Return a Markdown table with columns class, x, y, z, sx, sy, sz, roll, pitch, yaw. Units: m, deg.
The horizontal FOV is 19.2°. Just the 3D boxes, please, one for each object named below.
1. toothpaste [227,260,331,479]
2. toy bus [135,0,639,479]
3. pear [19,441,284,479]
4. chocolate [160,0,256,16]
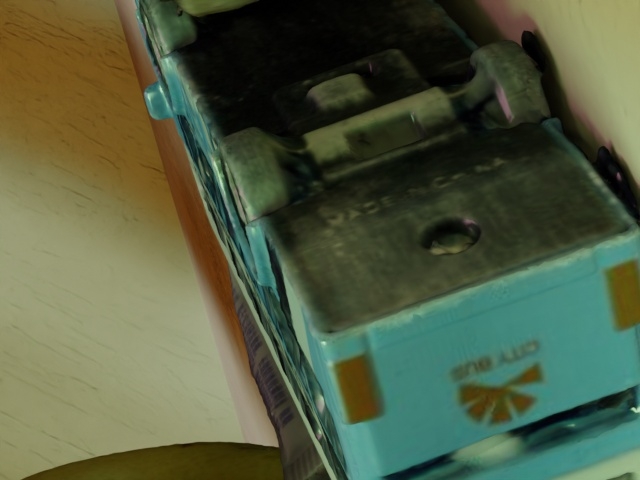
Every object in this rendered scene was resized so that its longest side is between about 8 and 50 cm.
| class | x | y | z | sx | sy | sz | roll | pitch | yaw |
| --- | --- | --- | --- | --- | --- | --- | --- | --- | --- |
| toothpaste | 0.000 | 0.002 | 0.814 | 0.282 | 0.068 | 0.099 | -115 | 37 | -64 |
| toy bus | 0.015 | -0.014 | 0.628 | 0.297 | 0.106 | 0.131 | -120 | 13 | -61 |
| pear | -0.052 | 0.245 | 0.771 | 0.348 | 0.348 | 0.348 | 165 | 90 | -83 |
| chocolate | -0.014 | -0.189 | 0.562 | 0.261 | 0.083 | 0.161 | 88 | -177 | -52 |
